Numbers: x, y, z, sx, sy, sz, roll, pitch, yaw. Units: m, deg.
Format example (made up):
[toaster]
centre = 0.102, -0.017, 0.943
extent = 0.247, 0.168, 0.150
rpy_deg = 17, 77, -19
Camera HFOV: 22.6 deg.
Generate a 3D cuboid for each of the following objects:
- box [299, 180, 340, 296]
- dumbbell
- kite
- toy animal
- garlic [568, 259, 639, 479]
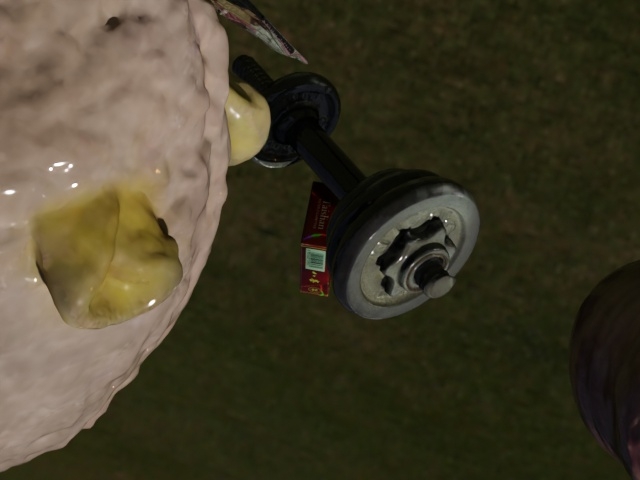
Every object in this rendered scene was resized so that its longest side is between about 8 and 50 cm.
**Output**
[box]
centre = 0.000, 0.000, 1.145
extent = 0.023, 0.051, 0.082
rpy_deg = 10, 153, 4
[dumbbell]
centre = 0.009, -0.049, 1.079
extent = 0.254, 0.110, 0.110
rpy_deg = 50, -176, 35
[kite]
centre = -0.115, -0.211, 1.234
extent = 0.268, 0.013, 0.323
rpy_deg = 35, 178, -21
[toy animal]
centre = -0.162, -0.012, 0.655
extent = 0.226, 0.188, 0.358
rpy_deg = 29, 120, -8
[garlic]
centre = 0.246, 0.092, 0.810
extent = 0.245, 0.160, 0.245
rpy_deg = 3, -167, -1
